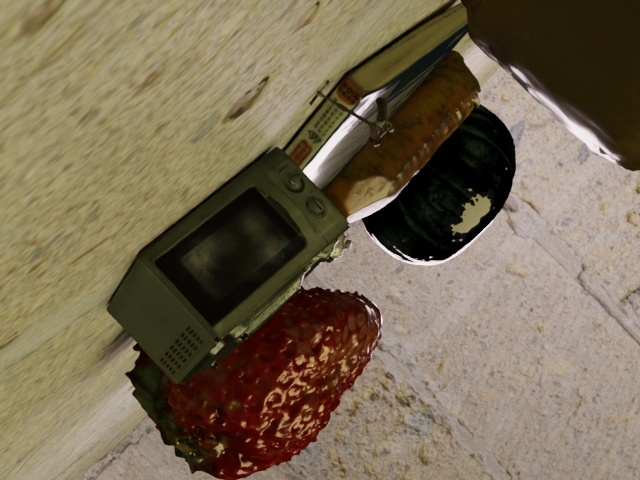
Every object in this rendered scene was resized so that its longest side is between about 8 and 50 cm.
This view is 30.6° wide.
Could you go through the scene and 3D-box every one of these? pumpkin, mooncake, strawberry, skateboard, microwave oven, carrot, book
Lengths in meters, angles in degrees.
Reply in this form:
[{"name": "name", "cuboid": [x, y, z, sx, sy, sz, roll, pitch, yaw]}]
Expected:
[{"name": "pumpkin", "cuboid": [0.201, -0.119, 2.112, 0.315, 0.238, 0.315, -46, -160, 22]}, {"name": "mooncake", "cuboid": [0.318, -0.290, 1.029, 0.394, 0.246, 0.393, -41, 168, -44]}, {"name": "strawberry", "cuboid": [-0.066, 0.166, 1.578, 0.351, 0.267, 0.312, -18, 177, -27]}, {"name": "skateboard", "cuboid": [0.032, -0.137, 1.162, 0.032, 0.083, 0.064, -46, -153, 37]}, {"name": "microwave oven", "cuboid": [-0.090, 0.031, 1.195, 0.205, 0.129, 0.163, -41, 175, -34]}, {"name": "carrot", "cuboid": [0.118, -0.149, 1.728, 0.302, 0.114, 0.114, -44, 177, -16]}, {"name": "book", "cuboid": [0.008, -0.108, 1.434, 0.300, 0.039, 0.428, -41, 176, -47]}]

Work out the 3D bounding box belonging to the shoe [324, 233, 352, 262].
[{"name": "shoe", "cuboid": [0.000, 0.000, 2.005, 0.180, 0.092, 0.089, 44, 53, -80]}]
